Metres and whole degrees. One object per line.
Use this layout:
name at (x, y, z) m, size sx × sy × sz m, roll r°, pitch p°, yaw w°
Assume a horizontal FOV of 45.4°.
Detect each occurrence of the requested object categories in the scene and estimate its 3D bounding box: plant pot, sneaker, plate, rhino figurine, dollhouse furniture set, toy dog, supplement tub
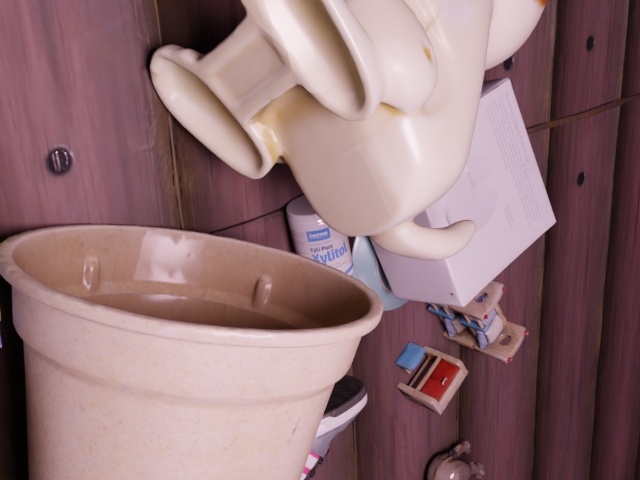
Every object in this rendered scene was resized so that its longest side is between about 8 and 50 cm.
plant pot at (-0.136, 0.171, 0.706) m, size 0.334 × 0.334 × 0.305 m, roll 1°, pitch 104°, yaw -44°
sneaker at (-0.049, 0.307, 0.973) m, size 0.296 × 0.124 × 0.178 m, roll -25°, pitch 115°, yaw -27°
plate at (0.118, 0.015, 1.115) m, size 0.188 × 0.024 × 0.188 m, roll -16°, pitch 114°, yaw -41°
rhino figurine at (0.210, 0.470, 1.315) m, size 0.106 × 0.073 × 0.243 m, roll 1°, pitch 104°, yaw -48°
dollhouse furniture set at (0.203, 0.157, 1.166) m, size 0.183 × 0.129 × 0.129 m, roll -52°, pitch 132°, yaw -18°
toy dog at (0.102, -0.223, 0.807) m, size 0.395 × 0.284 × 0.408 m, roll 44°, pitch 58°, yaw -6°
supplement tub at (0.000, 0.000, 0.963) m, size 0.071 × 0.071 × 0.107 m, roll -33°, pitch 124°, yaw -32°

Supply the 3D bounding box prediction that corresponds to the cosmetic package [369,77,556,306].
cosmetic package at (0.176, -0.067, 1.037) m, size 0.225 × 0.138 × 0.224 m, roll -35°, pitch 112°, yaw -30°
